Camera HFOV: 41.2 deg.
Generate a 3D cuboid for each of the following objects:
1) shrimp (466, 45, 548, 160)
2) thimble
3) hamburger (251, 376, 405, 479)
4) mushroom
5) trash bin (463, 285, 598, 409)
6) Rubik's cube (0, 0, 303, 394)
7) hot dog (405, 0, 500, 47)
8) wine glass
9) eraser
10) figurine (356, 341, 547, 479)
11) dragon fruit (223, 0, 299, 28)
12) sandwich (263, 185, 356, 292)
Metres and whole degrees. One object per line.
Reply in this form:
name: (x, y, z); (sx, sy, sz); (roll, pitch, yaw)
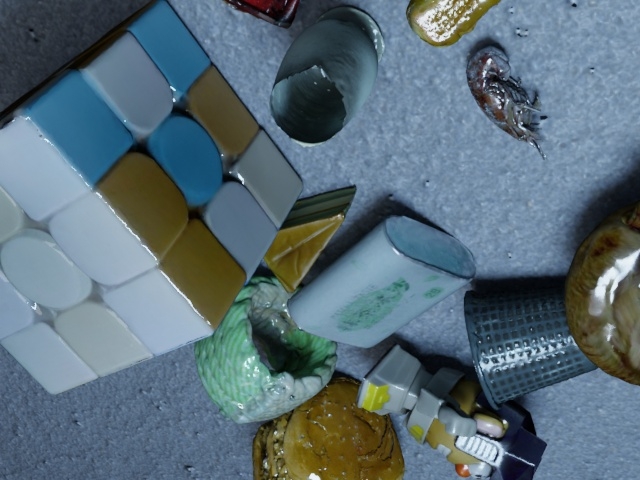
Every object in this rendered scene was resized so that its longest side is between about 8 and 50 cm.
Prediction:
shrimp: (0.236, -0.164, 1.040); (0.065, 0.056, 0.165); (-36, 110, 31)
thimble: (-0.089, 0.174, 1.323); (0.219, 0.219, 0.150); (41, 127, -11)
hamburger: (-0.001, 0.365, 1.433); (0.260, 0.245, 0.211); (54, 131, 4)
mushroom: (0.431, 0.041, 1.027); (0.264, 0.195, 0.283); (-1, 141, 13)
trash bin: (0.299, 0.136, 1.184); (0.161, 0.175, 0.175); (-16, 119, 20)
Rubik's cube: (-0.290, -0.054, 1.149); (0.347, 0.344, 0.346); (-21, 115, 35)
hot dog: (0.209, -0.316, 0.889); (0.289, 0.068, 0.083); (-41, 89, 22)
wine glass: (0.010, -0.199, 1.009); (0.111, 0.204, 0.111); (8, 125, 12)
eraser: (0.085, 0.066, 1.237); (0.174, 0.081, 0.227); (18, 139, -33)
figurine: (0.206, 0.271, 1.295); (0.309, 0.308, 0.143); (21, 98, 5)
dragon fruit: (-0.079, -0.349, 1.019); (0.127, 0.121, 0.161); (46, 111, 38)
sandwich: (0.000, 0.000, 1.248); (0.163, 0.079, 0.113); (-15, 121, 29)
